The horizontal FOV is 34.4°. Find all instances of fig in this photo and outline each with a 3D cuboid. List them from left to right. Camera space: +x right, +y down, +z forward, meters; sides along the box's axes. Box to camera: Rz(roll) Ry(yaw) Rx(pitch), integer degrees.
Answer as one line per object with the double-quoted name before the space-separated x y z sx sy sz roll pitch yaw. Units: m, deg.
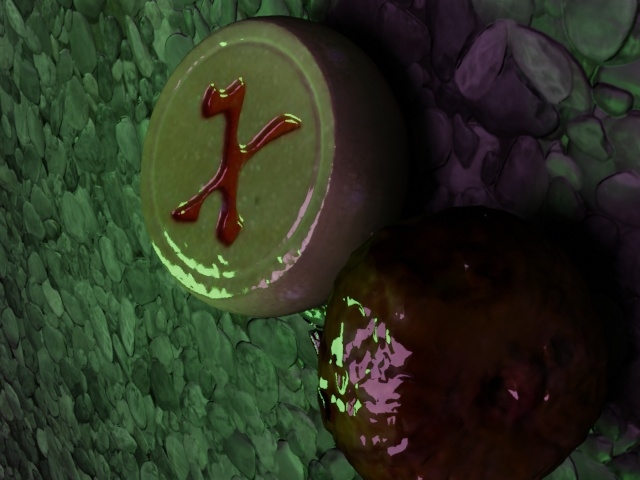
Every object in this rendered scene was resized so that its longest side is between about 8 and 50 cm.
"fig" 0.101 0.105 1.040 0.368 0.286 0.286 -171 69 -71

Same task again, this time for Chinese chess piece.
"Chinese chess piece" -0.056 -0.082 1.167 0.338 0.140 0.338 -5 83 40

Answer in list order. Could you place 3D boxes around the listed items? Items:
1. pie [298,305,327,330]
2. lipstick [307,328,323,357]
"pie" 0.000 0.000 1.280 0.240 0.054 0.240 24 122 45
"lipstick" 0.025 0.196 1.350 0.027 0.027 0.176 -32 77 53
